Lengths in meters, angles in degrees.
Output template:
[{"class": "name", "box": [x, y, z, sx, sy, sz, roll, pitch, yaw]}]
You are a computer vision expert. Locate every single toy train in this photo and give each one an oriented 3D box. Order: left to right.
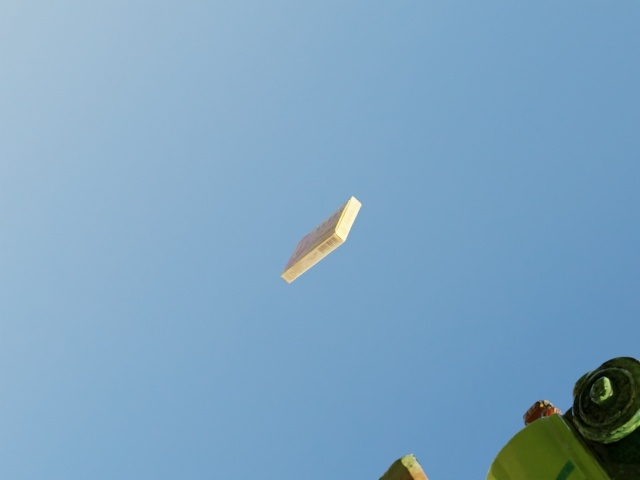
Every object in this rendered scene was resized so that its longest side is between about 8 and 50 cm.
[{"class": "toy train", "box": [0.192, 0.184, 0.674, 0.157, 0.105, 0.253, -45, -149, 9]}]

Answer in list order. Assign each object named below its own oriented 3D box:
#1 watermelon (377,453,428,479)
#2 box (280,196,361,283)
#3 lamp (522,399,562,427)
[{"class": "watermelon", "box": [0.159, 0.446, 1.602, 0.139, 0.193, 0.256, -38, -141, -8]}, {"class": "box", "box": [0.000, 0.000, 1.097, 0.093, 0.015, 0.058, -38, -164, 42]}, {"class": "lamp", "box": [0.219, 0.189, 1.099, 0.063, 0.031, 0.083, -51, -161, 29]}]
